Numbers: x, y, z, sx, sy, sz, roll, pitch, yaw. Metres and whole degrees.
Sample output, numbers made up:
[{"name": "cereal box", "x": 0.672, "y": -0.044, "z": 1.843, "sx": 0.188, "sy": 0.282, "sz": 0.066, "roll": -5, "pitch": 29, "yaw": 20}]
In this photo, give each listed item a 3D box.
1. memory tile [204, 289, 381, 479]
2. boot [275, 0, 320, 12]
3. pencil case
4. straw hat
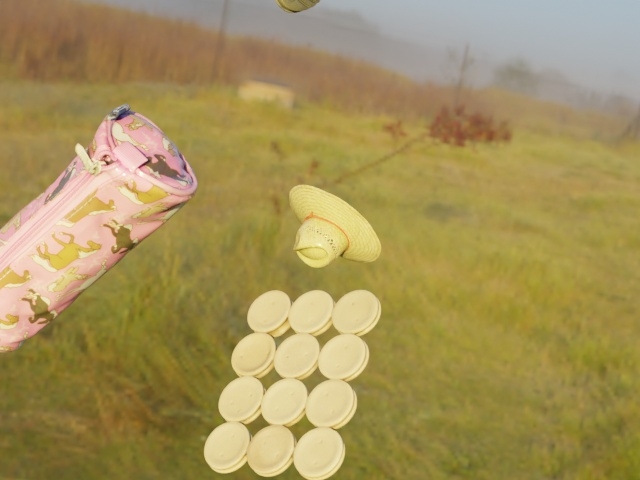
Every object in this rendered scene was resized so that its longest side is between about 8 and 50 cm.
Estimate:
[{"name": "memory tile", "x": -0.019, "y": 0.099, "z": 0.844, "sx": 0.113, "sy": 0.148, "sz": 0.012, "roll": -3, "pitch": -35, "yaw": 30}, {"name": "boot", "x": -0.067, "y": -0.334, "z": 1.441, "sx": 0.208, "sy": 0.189, "sz": 0.076, "roll": -3, "pitch": -39, "yaw": 43}, {"name": "pencil case", "x": -0.344, "y": -0.006, "z": 1.590, "sx": 0.167, "sy": 0.386, "sz": 0.160, "roll": 38, "pitch": 24, "yaw": -29}, {"name": "straw hat", "x": 0.000, "y": 0.000, "z": 1.482, "sx": 0.144, "sy": 0.061, "sz": 0.144, "roll": 32, "pitch": -26, "yaw": 17}]
